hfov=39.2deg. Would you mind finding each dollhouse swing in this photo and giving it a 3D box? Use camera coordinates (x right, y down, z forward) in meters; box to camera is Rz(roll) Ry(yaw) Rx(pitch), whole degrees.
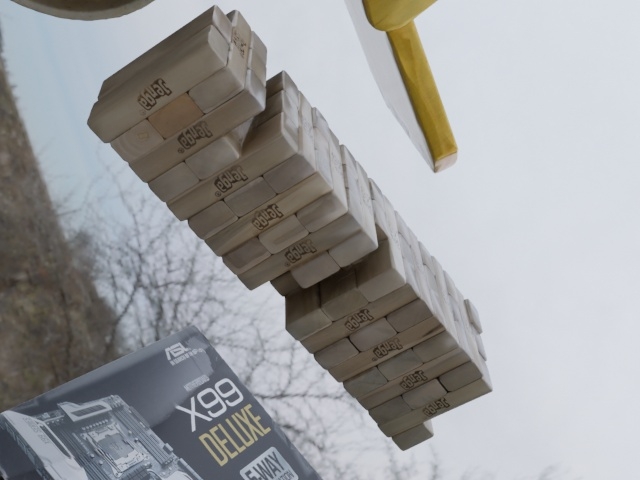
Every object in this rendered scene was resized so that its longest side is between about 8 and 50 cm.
[{"bbox_3d":[0.140,-0.307,0.951,0.305,0.315,0.347,48,10,-28],"label":"dollhouse swing"}]

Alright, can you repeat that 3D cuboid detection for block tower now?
[{"bbox_3d":[0.000,0.000,0.607,0.335,0.097,0.091,50,21,-30],"label":"block tower"}]

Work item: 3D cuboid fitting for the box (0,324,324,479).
[{"bbox_3d":[-0.144,0.225,0.807,0.242,0.307,0.076,49,-63,11],"label":"box"}]

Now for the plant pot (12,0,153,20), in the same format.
[{"bbox_3d":[-0.255,-0.475,1.023,0.305,0.334,0.334,-75,169,-45],"label":"plant pot"}]
